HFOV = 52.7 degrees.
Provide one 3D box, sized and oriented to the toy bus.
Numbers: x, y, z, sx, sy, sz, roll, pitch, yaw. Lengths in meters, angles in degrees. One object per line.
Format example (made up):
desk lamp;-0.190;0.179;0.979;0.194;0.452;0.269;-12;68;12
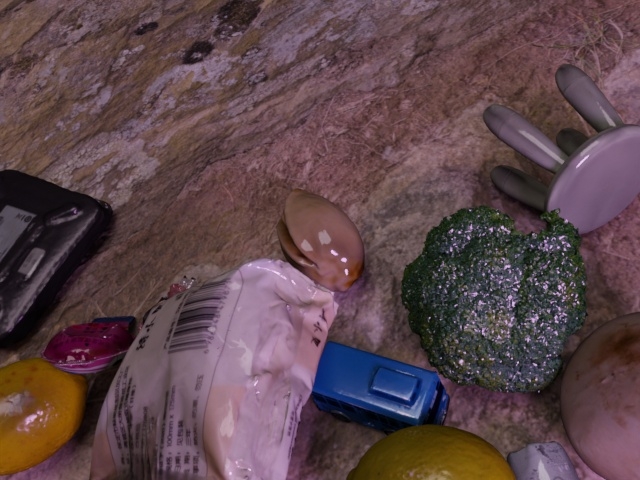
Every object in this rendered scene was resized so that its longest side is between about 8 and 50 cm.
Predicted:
toy bus;0.083;0.218;0.922;0.184;0.106;0.090;12;57;26

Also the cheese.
cheese;-0.369;0.165;1.067;0.155;0.062;0.244;-2;9;-4

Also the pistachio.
pistachio;0.000;0.000;1.099;0.143;0.144;0.215;-26;45;-2

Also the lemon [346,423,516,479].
lemon;0.132;0.317;0.784;0.248;0.184;0.184;-6;52;31

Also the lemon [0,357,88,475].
lemon;-0.472;0.276;1.026;0.207;0.170;0.170;-34;50;-28

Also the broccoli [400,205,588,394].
broccoli;0.247;0.082;0.906;0.261;0.269;0.241;-15;12;34

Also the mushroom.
mushroom;0.408;0.194;0.791;0.226;0.178;0.227;-50;27;36

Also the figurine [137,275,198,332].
figurine;-0.269;0.117;1.147;0.072;0.054;0.129;10;56;33

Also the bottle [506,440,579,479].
bottle;0.296;0.374;0.750;0.083;0.083;0.270;-18;55;5

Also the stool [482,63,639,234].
stool;0.387;-0.139;1.032;0.195;0.195;0.199;-31;49;-6

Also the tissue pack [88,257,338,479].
tissue pack;-0.169;0.222;0.907;0.389;0.195;0.376;-18;43;40

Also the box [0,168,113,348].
box;-0.638;0.020;1.318;0.350;0.091;0.359;15;63;28
